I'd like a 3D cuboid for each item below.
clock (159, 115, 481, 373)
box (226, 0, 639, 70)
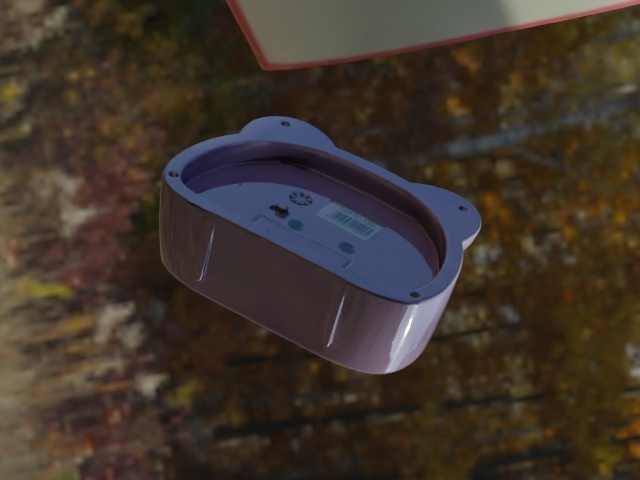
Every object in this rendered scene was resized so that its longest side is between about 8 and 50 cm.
[{"bbox_3d":[0.000,0.000,0.876,0.110,0.153,0.050,-40,151,-50],"label":"clock"},{"bbox_3d":[0.083,-0.264,0.421,0.312,0.300,0.314,60,28,-45],"label":"box"}]
